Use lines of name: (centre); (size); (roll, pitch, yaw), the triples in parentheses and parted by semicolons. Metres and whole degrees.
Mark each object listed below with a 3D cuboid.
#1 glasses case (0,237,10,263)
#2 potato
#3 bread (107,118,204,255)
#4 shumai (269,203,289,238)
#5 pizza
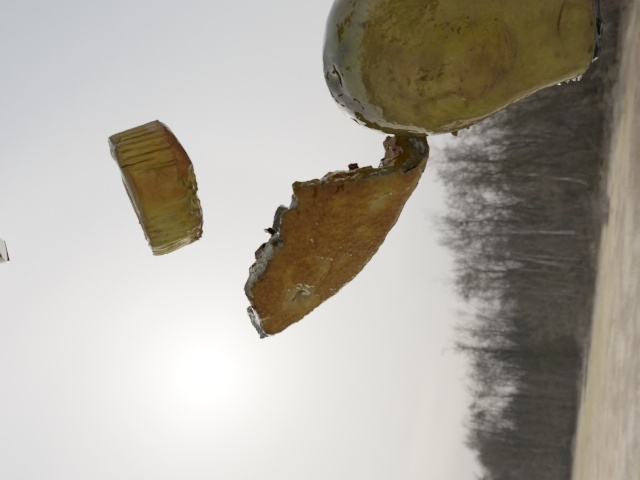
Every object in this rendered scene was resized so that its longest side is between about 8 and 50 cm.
glasses case: (-0.669, 0.042, 0.921); (0.075, 0.218, 0.049); (146, 106, -70)
potato: (0.128, -0.220, 0.573); (0.229, 0.266, 0.229); (164, 90, -86)
bread: (-0.312, -0.103, 1.038); (0.133, 0.179, 0.250); (-22, -92, -22)
shumai: (-0.050, -0.007, 1.014); (0.099, 0.087, 0.124); (100, 179, -56)
pizza: (0.000, 0.000, 0.686); (0.182, 0.074, 0.365); (11, -53, -39)
